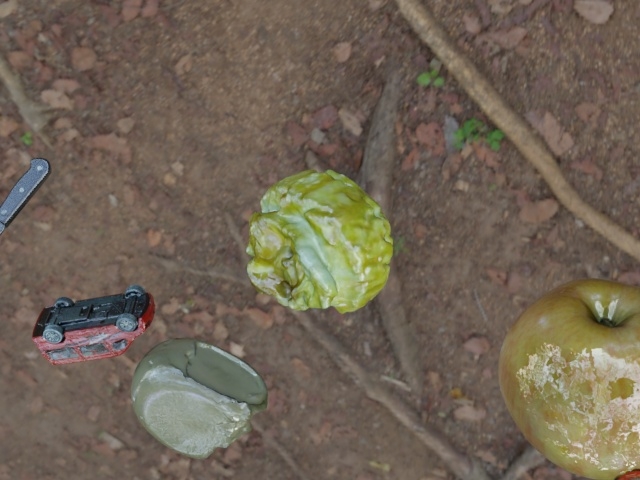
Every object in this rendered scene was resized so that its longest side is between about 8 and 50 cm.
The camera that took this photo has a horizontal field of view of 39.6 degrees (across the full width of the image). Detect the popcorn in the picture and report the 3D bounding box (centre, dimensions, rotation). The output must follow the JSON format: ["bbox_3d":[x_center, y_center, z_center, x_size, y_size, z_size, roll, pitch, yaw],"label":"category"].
[{"bbox_3d":[0.000,0.000,1.268,0.221,0.184,0.204,20,123,45],"label":"popcorn"}]

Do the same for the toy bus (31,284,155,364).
[{"bbox_3d":[-0.352,0.138,1.415,0.195,0.081,0.089,-10,127,9],"label":"toy bus"}]

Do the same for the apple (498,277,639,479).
[{"bbox_3d":[0.543,0.256,1.717,0.392,0.391,0.346,10,131,14],"label":"apple"}]

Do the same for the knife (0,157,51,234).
[{"bbox_3d":[-0.419,-0.013,1.062,0.072,0.019,0.245,39,86,6],"label":"knife"}]

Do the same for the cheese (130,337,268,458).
[{"bbox_3d":[-0.169,0.215,1.191,0.175,0.091,0.202,26,137,-2],"label":"cheese"}]
